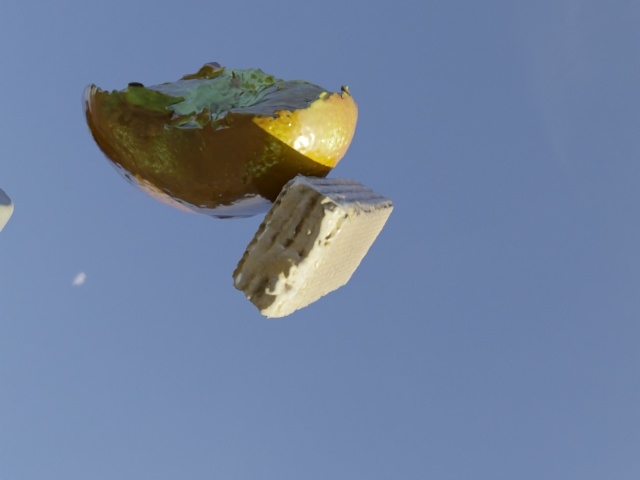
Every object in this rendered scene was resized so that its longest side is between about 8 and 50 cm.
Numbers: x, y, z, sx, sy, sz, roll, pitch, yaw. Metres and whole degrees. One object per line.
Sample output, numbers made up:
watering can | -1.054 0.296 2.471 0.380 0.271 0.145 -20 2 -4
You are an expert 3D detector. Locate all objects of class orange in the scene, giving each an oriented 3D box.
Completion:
orange | -0.130 -0.128 1.419 0.334 0.262 0.196 13 -87 9

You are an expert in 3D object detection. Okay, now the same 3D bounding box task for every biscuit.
biscuit | 0.000 0.000 1.324 0.078 0.426 0.144 33 -83 8

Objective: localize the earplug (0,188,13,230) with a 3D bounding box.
earplug | -0.721 0.027 1.837 0.312 0.312 0.394 33 -87 12
